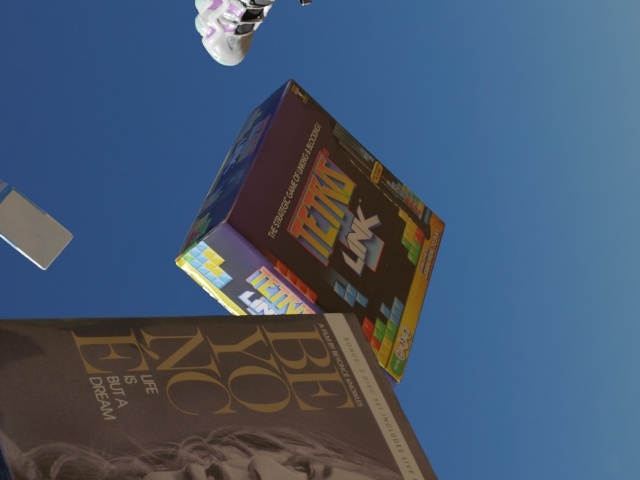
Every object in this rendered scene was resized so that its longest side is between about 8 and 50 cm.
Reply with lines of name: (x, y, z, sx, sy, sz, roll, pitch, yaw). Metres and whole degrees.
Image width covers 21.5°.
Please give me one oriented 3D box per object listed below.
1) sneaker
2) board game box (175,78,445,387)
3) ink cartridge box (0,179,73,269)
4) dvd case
sneaker: (-0.030, -0.129, 0.875, 0.038, 0.069, 0.098, -26, -48, -39)
board game box: (0.000, 0.000, 1.009, 0.141, 0.048, 0.170, 43, -148, -16)
ink cartridge box: (-0.185, -0.012, 1.029, 0.048, 0.028, 0.083, 41, 173, -20)
dvd case: (-0.047, 0.100, 0.794, 0.221, 0.018, 0.164, 1, -134, -33)
